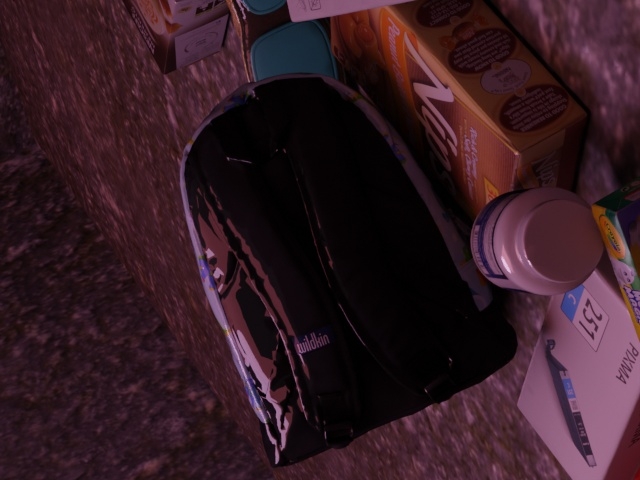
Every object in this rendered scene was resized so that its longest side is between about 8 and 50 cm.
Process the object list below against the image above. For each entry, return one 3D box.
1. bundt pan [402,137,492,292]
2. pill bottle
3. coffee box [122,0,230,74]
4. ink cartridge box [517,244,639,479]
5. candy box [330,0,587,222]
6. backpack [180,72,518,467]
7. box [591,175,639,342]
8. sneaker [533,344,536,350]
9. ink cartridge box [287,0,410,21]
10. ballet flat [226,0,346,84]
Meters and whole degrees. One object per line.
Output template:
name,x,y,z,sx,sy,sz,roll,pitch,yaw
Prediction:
bundt pan,0.093,0.008,1.913,0.331,0.124,0.331,55,163,25
pill bottle,0.191,0.000,1.400,0.094,0.094,0.169,62,175,-3
coffee box,-0.202,-0.352,2.261,0.141,0.098,0.246,61,164,12
ink cartridge box,0.311,0.165,1.546,0.261,0.066,0.296,53,155,30
candy box,0.127,-0.158,1.589,0.316,0.087,0.183,53,163,27
backpack,0.000,0.000,1.647,0.355,0.290,0.273,59,-169,-14
box,0.300,0.028,1.333,0.043,0.105,0.179,26,142,62
sneaker,0.268,0.133,1.733,0.069,0.038,0.098,62,165,2
ink cartridge box,0.071,-0.294,1.429,0.332,0.065,0.165,2,107,55
ballet flat,-0.056,-0.275,1.951,0.123,0.123,0.348,27,143,63
